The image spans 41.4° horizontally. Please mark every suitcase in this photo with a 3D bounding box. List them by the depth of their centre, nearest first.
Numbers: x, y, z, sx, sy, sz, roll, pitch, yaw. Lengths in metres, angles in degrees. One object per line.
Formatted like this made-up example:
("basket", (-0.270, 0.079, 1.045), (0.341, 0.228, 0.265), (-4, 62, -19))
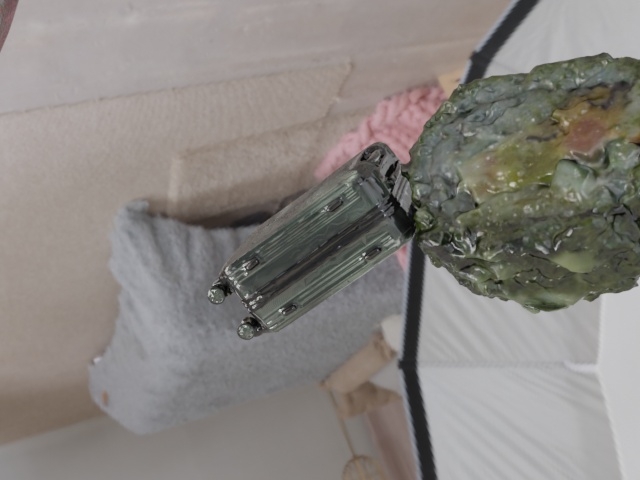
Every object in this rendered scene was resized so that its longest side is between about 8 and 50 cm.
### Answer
("suitcase", (0.000, 0.000, 1.205), (0.312, 0.128, 0.202), (-36, -171, 21))

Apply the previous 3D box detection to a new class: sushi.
("sushi", (0.283, -0.067, 1.045), (0.352, 0.294, 0.178), (-8, 144, 30))

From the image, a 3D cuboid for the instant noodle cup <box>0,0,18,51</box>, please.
("instant noodle cup", (-0.354, -0.259, 0.677), (0.207, 0.217, 0.217), (15, 148, -12))
